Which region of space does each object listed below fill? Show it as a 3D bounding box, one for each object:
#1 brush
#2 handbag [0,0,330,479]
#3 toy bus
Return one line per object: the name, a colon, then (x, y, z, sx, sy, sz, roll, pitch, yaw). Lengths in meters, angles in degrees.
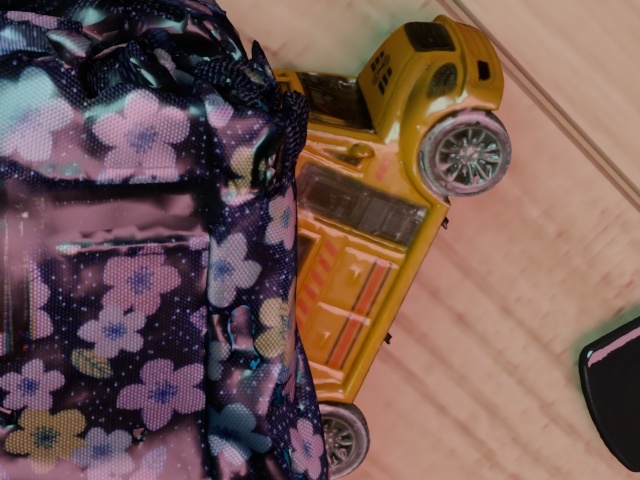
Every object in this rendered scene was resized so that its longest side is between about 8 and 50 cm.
brush: (0.185, 0.020, 0.722, 0.193, 0.016, 0.063, -28, 121, -2)
handbag: (-0.109, 0.014, 0.550, 0.229, 0.127, 0.207, 3, 105, 11)
toy bus: (0.000, 0.000, 0.624, 0.074, 0.069, 0.162, 20, 110, -14)
